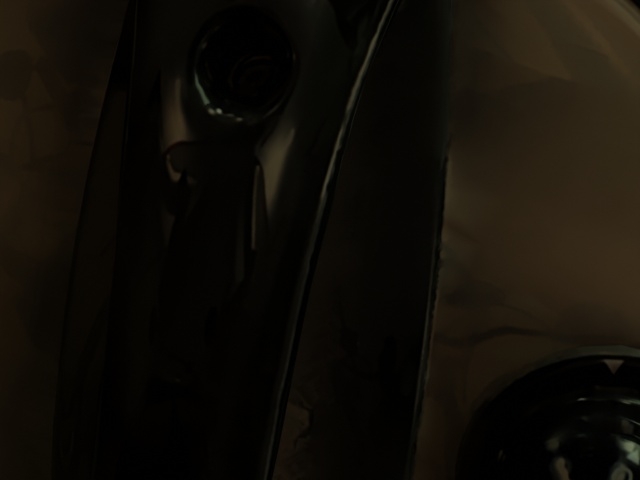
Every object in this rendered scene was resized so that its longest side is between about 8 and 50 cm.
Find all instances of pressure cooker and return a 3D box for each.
[{"bbox_3d":[0.006,-0.001,0.611,0.370,0.375,0.420,55,20,-10],"label":"pressure cooker"}]
